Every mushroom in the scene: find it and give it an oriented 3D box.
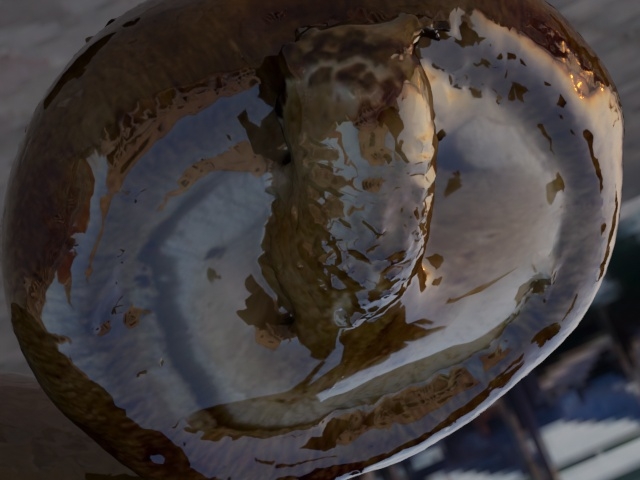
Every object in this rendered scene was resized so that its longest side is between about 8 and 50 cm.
[{"bbox_3d":[0.000,0.000,0.377,0.127,0.087,0.127,-9,123,-14],"label":"mushroom"}]

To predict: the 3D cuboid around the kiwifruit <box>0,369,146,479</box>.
[{"bbox_3d":[-0.096,0.121,0.437,0.233,0.196,0.196,5,163,-10],"label":"kiwifruit"}]
